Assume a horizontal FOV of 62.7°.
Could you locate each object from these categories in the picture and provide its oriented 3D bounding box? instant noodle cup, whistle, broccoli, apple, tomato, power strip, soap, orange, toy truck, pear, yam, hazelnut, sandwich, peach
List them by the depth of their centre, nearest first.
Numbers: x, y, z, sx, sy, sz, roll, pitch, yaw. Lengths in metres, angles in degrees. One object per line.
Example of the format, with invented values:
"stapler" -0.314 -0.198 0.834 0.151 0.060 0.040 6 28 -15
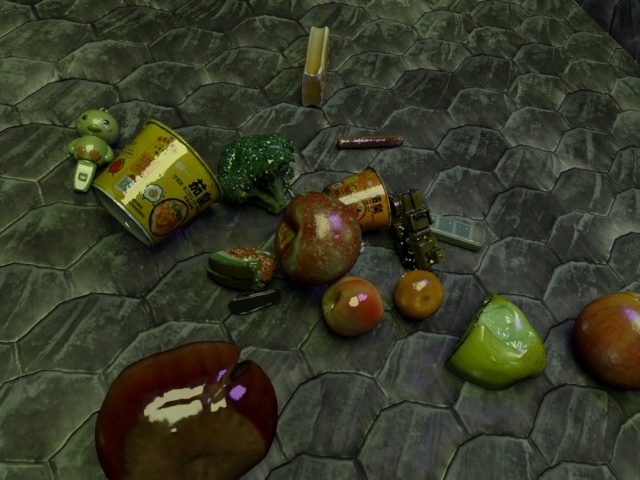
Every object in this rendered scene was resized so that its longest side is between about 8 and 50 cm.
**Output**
"hazelnut" -0.306 0.401 1.218 0.409 0.359 0.359 -15 64 -29
"tomato" 0.000 0.000 1.498 0.223 0.270 0.270 11 57 -23
"peach" 0.096 0.190 1.524 0.184 0.184 0.184 5 59 -9
"instant noodle cup" -0.488 -0.152 1.539 0.325 0.325 0.254 38 69 12
"pear" 0.538 0.315 1.550 0.292 0.159 0.292 6 60 -11
"sandwich" -0.228 0.067 1.556 0.185 0.109 0.160 14 37 22
"apple" 0.931 0.291 1.580 0.302 0.301 0.301 5 59 -9
"orange" 0.297 0.164 1.600 0.155 0.134 0.154 -1 98 -7
"whistle" -0.725 -0.302 1.668 0.141 0.141 0.294 7 59 -8
"broccoli" -0.189 -0.212 1.671 0.308 0.308 0.275 -42 100 -29
"toy truck" 0.307 -0.037 1.681 0.127 0.127 0.257 -21 95 -21
"instant noodle cup" 0.112 -0.116 1.698 0.172 0.215 0.215 -17 64 -10
"power strip" 0.437 -0.035 1.797 0.272 0.052 0.078 18 58 -1
"yam" 0.183 -0.367 1.948 0.264 0.046 0.046 -5 61 -16
"soap" -0.018 -0.664 2.012 0.089 0.173 0.274 5 57 1

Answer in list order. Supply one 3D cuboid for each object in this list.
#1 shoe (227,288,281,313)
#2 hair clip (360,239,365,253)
"shoe" -0.195 0.169 1.543 0.159 0.062 0.053 -14 38 -13
"hair clip" 0.041 0.038 1.680 0.229 0.036 0.066 -13 67 -26
